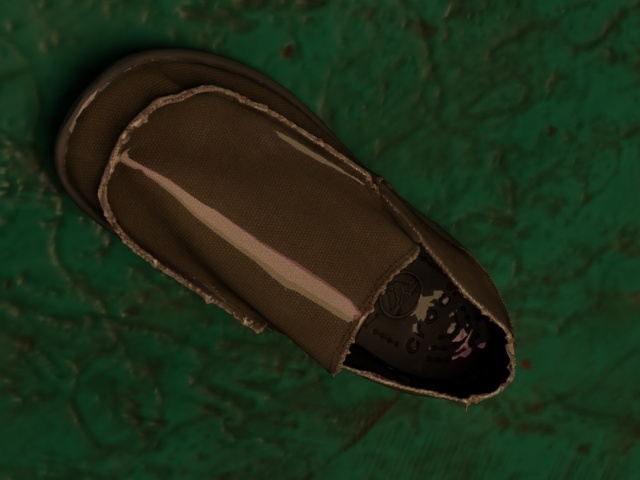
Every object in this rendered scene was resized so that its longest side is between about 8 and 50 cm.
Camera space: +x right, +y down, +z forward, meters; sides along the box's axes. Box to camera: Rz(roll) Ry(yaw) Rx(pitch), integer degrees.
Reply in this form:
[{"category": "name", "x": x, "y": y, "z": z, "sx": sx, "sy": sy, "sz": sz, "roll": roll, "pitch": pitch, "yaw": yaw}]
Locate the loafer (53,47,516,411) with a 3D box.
[{"category": "loafer", "x": 0.000, "y": 0.000, "z": 0.811, "sx": 0.251, "sy": 0.087, "sz": 0.094, "roll": 28, "pitch": 97, "yaw": -36}]
